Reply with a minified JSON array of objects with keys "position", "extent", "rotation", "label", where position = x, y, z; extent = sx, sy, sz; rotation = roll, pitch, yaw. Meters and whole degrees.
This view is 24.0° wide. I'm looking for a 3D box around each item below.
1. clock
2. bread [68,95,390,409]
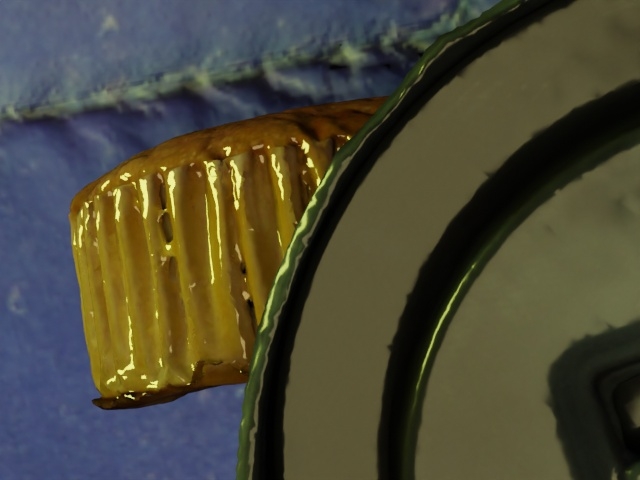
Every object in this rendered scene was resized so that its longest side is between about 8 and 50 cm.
[{"position":[0.137,0.065,0.458],"extent":[0.325,0.067,0.325],"rotation":[1,99,4],"label":"clock"},{"position":[0.000,0.000,0.588],"extent":[0.199,0.199,0.104],"rotation":[-11,87,12],"label":"bread"}]
